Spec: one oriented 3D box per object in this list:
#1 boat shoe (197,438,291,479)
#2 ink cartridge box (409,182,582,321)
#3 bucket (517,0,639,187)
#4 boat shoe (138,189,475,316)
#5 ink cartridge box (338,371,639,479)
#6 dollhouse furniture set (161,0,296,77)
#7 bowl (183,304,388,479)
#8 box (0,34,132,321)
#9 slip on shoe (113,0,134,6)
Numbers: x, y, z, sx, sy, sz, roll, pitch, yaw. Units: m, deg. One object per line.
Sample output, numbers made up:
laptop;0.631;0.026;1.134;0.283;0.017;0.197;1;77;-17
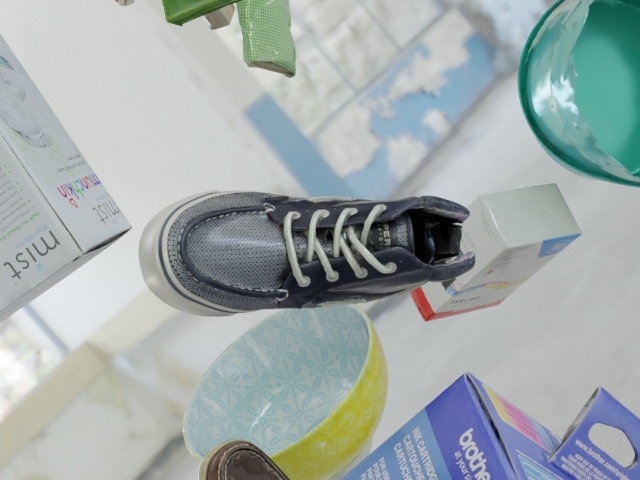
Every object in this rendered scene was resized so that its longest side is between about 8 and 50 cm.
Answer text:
boat shoe;-0.011;0.367;1.682;0.123;0.342;0.123;-27;-3;-34
ink cartridge box;0.196;0.027;1.865;0.134;0.078;0.231;-10;-25;-37
bucket;0.387;-0.196;1.838;0.281;0.281;0.183;-42;10;-14
boat shoe;0.000;0.000;1.446;0.340;0.127;0.158;-3;-8;-45
ink cartridge box;0.128;0.294;1.288;0.395;0.270;0.151;-41;36;17
dollhouse furniture set;-0.043;-0.165;1.026;0.058;0.076;0.151;-18;-13;29
bowl;-0.018;0.229;1.964;0.289;0.156;0.289;-27;31;17
box;-0.333;-0.023;1.235;0.262;0.231;0.127;-35;3;16
slip on shoe;-0.360;-0.445;2.227;0.101;0.331;0.123;-16;-42;-28
